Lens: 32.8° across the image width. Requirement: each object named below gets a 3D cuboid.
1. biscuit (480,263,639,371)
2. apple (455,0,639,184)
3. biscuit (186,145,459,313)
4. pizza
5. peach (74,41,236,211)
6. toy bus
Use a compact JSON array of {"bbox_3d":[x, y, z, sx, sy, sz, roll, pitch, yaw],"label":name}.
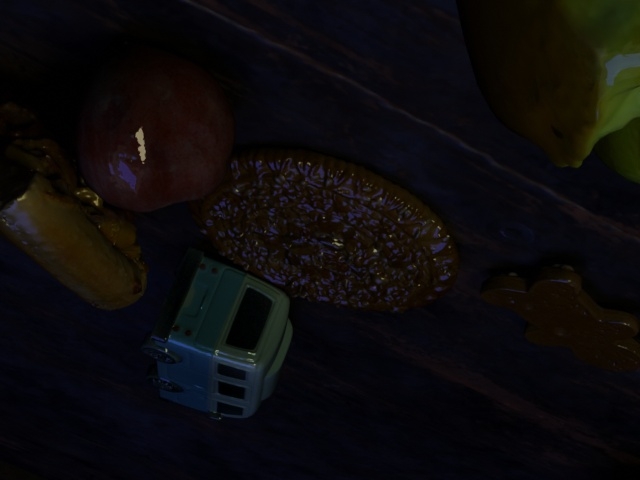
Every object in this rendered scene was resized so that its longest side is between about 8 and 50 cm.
[{"bbox_3d":[0.268,0.084,1.149,0.205,0.031,0.138,36,149,-29],"label":"biscuit"},{"bbox_3d":[0.214,-0.130,0.397,0.374,0.384,0.374,8,155,4],"label":"apple"},{"bbox_3d":[0.000,0.000,1.157,0.305,0.038,0.305,15,153,8],"label":"biscuit"},{"bbox_3d":[-0.274,-0.040,1.099,0.278,0.114,0.409,46,174,8],"label":"pizza"},{"bbox_3d":[-0.153,-0.108,0.974,0.152,0.152,0.152,15,153,8],"label":"peach"},{"bbox_3d":[-0.125,0.134,1.373,0.164,0.133,0.271,20,155,2],"label":"toy bus"}]
